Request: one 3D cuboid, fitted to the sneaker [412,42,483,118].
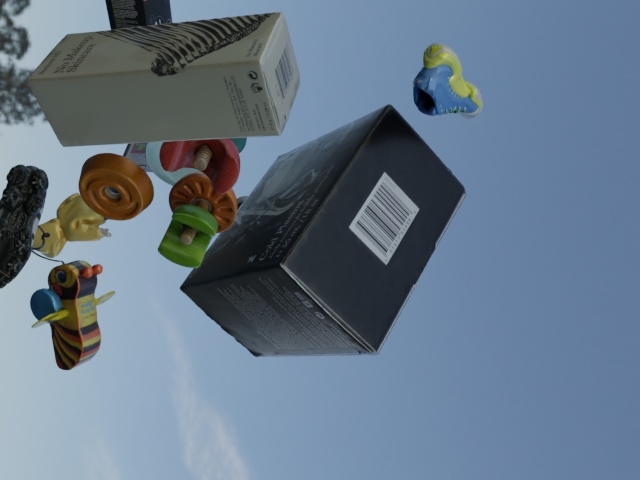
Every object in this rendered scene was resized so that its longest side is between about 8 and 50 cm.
[{"bbox_3d":[0.252,-0.296,1.438,0.091,0.240,0.126,29,-97,41],"label":"sneaker"}]

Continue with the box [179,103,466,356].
[{"bbox_3d":[0.000,0.000,1.607,0.472,0.297,0.480,-17,-146,54],"label":"box"}]

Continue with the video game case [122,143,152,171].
[{"bbox_3d":[-0.415,-0.245,1.838,0.183,0.201,0.023,-50,-126,43],"label":"video game case"}]

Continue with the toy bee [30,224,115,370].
[{"bbox_3d":[-0.496,0.109,1.366,0.162,0.195,0.298,-11,-63,30],"label":"toy bee"}]

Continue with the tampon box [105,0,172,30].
[{"bbox_3d":[-0.414,-0.518,1.595,0.120,0.101,0.161,-63,159,-50],"label":"tampon box"}]

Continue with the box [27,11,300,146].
[{"bbox_3d":[-0.169,-0.177,0.773,0.113,0.275,0.094,-77,160,-44],"label":"box"}]

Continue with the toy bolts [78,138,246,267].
[{"bbox_3d":[-0.192,-0.114,0.955,0.228,0.218,0.158,-52,-163,40],"label":"toy bolts"}]

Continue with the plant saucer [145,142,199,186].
[{"bbox_3d":[-0.266,-0.164,1.443,0.037,0.195,0.195,113,-34,-49],"label":"plant saucer"}]

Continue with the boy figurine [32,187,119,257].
[{"bbox_3d":[-0.566,-0.051,1.677,0.177,0.285,0.092,44,-19,34],"label":"boy figurine"}]

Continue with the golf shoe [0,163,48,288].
[{"bbox_3d":[-0.457,-0.015,1.031,0.198,0.077,0.094,-66,-162,-6],"label":"golf shoe"}]

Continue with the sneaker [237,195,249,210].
[{"bbox_3d":[-0.144,-0.014,2.005,0.101,0.268,0.153,-33,-146,39],"label":"sneaker"}]
